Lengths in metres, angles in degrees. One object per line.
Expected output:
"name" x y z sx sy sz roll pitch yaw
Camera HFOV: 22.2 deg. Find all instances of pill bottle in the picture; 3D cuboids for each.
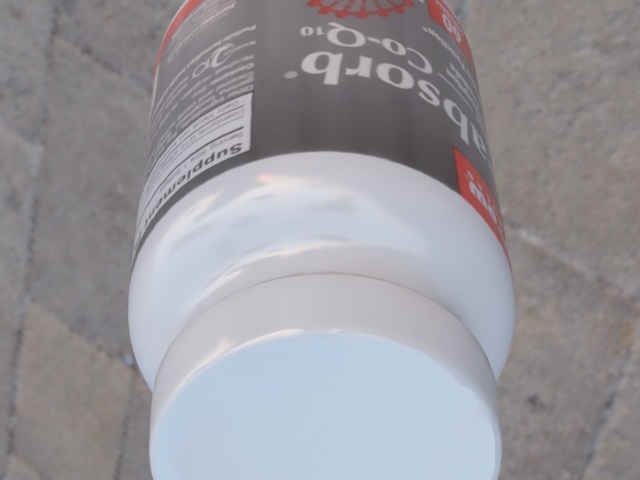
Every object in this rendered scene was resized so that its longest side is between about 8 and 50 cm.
"pill bottle" 0.000 0.000 0.926 0.210 0.363 0.210 -1 127 -1
